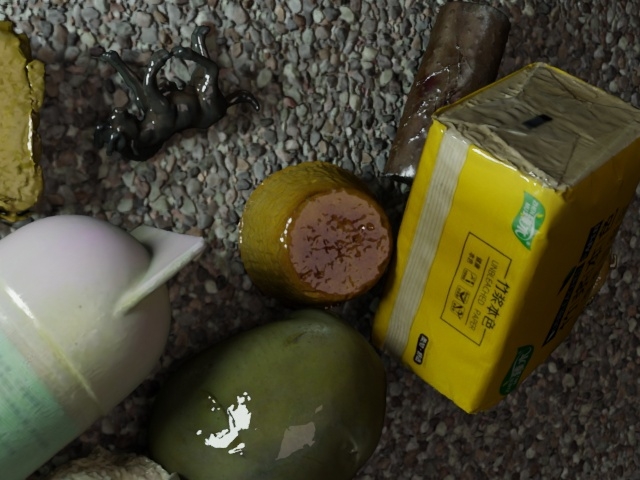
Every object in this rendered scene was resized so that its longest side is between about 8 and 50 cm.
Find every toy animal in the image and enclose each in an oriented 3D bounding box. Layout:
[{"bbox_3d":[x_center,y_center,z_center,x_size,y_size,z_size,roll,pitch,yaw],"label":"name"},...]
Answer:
[{"bbox_3d":[-0.192,-0.186,1.326,0.233,0.084,0.148,-22,121,-32],"label":"toy animal"}]

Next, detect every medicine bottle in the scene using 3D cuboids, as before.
[{"bbox_3d":[-0.325,0.113,1.174,0.406,0.236,0.235,-40,111,-20],"label":"medicine bottle"}]

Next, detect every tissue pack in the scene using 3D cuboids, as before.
[{"bbox_3d":[0.253,-0.004,1.366,0.293,0.228,0.382,-31,145,-43],"label":"tissue pack"}]

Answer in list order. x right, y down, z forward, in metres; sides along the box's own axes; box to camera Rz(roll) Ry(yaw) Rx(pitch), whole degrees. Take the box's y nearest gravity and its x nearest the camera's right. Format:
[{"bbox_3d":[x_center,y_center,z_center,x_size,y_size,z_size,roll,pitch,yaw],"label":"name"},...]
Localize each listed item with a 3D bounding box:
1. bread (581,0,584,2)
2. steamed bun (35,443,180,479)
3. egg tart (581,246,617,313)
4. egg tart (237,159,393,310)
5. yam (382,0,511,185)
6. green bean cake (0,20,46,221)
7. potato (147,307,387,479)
[{"bbox_3d":[0.437,-0.460,1.605,0.260,0.134,0.129,-18,112,-21],"label":"bread"},{"bbox_3d":[-0.261,0.331,1.188,0.200,0.170,0.225,47,35,-5],"label":"steamed bun"},{"bbox_3d":[0.386,0.034,1.629,0.241,0.106,0.241,-5,100,-27],"label":"egg tart"},{"bbox_3d":[0.000,0.000,1.380,0.215,0.171,0.215,-1,96,-13],"label":"egg tart"},{"bbox_3d":[0.187,-0.203,1.494,0.131,0.131,0.279,22,83,-28],"label":"yam"},{"bbox_3d":[-0.435,-0.131,1.159,0.224,0.131,0.229,-4,93,-30],"label":"green bean cake"},{"bbox_3d":[-0.063,0.234,1.319,0.326,0.243,0.221,-25,143,-9],"label":"potato"}]
